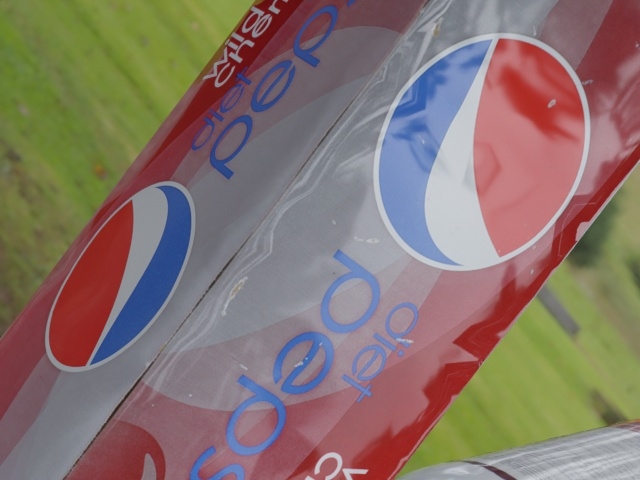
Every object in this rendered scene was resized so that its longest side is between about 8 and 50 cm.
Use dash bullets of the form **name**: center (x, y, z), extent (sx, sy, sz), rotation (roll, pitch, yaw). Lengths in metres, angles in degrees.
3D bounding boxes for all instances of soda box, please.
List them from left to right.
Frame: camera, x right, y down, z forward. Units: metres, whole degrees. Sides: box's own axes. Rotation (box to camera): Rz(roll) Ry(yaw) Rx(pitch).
- **soda box**: center (0.000, 0.000, 0.477), extent (0.092, 0.263, 0.083), rotation (37, 2, -33)

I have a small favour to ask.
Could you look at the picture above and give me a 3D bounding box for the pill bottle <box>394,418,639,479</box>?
- **pill bottle**: center (0.087, 0.148, 0.716), extent (0.221, 0.121, 0.121), rotation (-6, 50, -42)
